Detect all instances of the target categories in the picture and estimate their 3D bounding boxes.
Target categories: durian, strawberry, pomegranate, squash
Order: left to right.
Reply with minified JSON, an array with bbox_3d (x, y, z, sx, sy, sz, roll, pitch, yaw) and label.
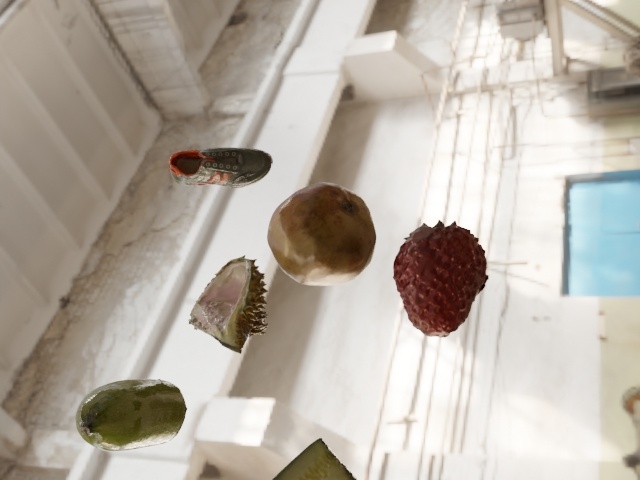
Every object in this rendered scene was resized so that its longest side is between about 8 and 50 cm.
[{"bbox_3d":[-0.357,0.319,1.509,0.247,0.132,0.133,29,-119,-71],"label":"squash"},{"bbox_3d":[-0.194,0.133,1.932,0.305,0.185,0.196,-155,75,-69],"label":"durian"},{"bbox_3d":[-0.036,0.524,1.559,0.252,0.169,0.093,-42,-16,-9],"label":"squash"},{"bbox_3d":[0.000,0.000,1.917,0.251,0.270,0.229,-6,-120,-33],"label":"pomegranate"},{"bbox_3d":[0.247,0.095,1.708,0.205,0.205,0.245,61,-153,-47],"label":"strawberry"}]

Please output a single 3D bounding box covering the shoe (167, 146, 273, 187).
[{"bbox_3d":[-0.186,-0.137,1.493,0.077,0.194,0.074,49,-141,-80],"label":"shoe"}]
